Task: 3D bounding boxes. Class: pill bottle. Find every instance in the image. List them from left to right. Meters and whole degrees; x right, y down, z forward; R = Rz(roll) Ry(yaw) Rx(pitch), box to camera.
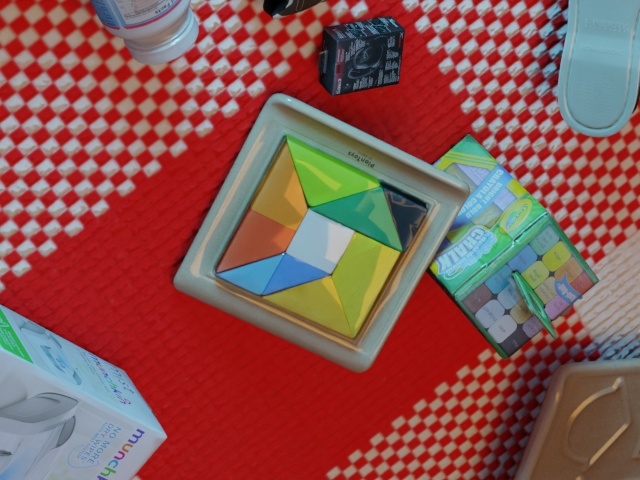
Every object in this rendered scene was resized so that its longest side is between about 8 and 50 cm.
[{"bbox_3d":[-0.162,-0.231,1.647,0.087,0.087,0.160,-32,134,-8],"label":"pill bottle"}]

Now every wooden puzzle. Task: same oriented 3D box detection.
[{"bbox_3d":[0.000,0.000,1.886,0.221,0.044,0.239,25,111,-11],"label":"wooden puzzle"},{"bbox_3d":[0.351,0.264,2.348,0.348,0.080,0.322,-5,125,-35],"label":"wooden puzzle"}]

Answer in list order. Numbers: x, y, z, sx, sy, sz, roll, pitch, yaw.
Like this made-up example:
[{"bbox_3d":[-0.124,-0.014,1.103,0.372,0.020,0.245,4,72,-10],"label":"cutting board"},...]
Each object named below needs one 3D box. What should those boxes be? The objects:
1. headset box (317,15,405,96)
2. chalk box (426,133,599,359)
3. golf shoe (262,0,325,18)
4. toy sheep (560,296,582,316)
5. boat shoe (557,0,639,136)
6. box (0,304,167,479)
[{"bbox_3d":[0.036,-0.177,1.850,0.083,0.032,0.062,-13,127,-23],"label":"headset box"},{"bbox_3d":[0.183,0.018,1.960,0.132,0.213,0.132,-41,134,0],"label":"chalk box"},{"bbox_3d":[-0.042,-0.274,1.700,0.094,0.077,0.198,-35,133,-5],"label":"golf shoe"},{"bbox_3d":[0.232,0.050,2.108,0.132,0.091,0.091,-4,125,-13],"label":"toy sheep"},{"bbox_3d":[0.301,-0.255,1.923,0.114,0.091,0.302,19,121,8],"label":"boat shoe"},{"bbox_3d":[-0.326,0.210,1.846,0.262,0.127,0.231,-49,132,7],"label":"box"}]
